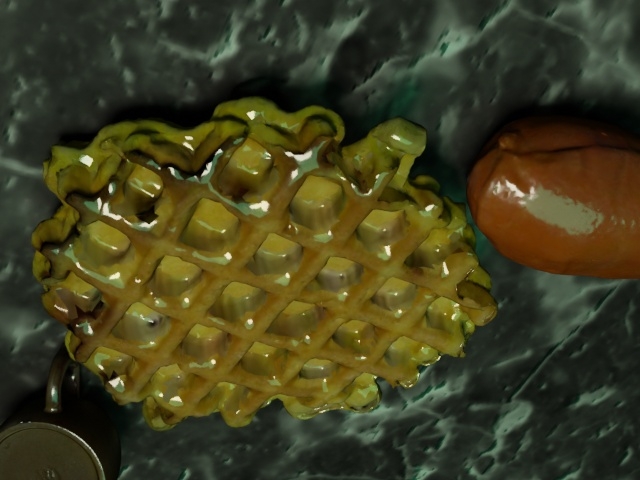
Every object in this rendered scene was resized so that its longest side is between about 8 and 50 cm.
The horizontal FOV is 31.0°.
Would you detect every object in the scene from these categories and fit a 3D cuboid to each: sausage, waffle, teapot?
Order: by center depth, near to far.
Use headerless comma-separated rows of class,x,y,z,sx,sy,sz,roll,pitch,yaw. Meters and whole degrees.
waffle,-0.029,0.023,0.633,0.237,0.059,0.243,-15,133,5
sausage,0.164,-0.022,0.652,0.179,0.089,0.089,8,125,-17
teapot,-0.153,0.119,0.681,0.076,0.068,0.121,6,106,3
